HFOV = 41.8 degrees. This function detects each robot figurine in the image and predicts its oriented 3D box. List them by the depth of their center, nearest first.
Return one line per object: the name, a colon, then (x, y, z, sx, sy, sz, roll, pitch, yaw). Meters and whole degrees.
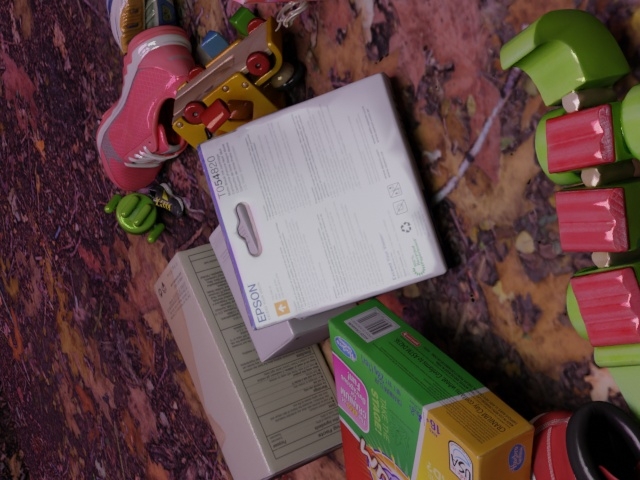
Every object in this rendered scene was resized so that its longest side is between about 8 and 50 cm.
robot figurine: (-0.306, -0.043, 1.398, 0.101, 0.067, 0.115, 33, 170, -7)

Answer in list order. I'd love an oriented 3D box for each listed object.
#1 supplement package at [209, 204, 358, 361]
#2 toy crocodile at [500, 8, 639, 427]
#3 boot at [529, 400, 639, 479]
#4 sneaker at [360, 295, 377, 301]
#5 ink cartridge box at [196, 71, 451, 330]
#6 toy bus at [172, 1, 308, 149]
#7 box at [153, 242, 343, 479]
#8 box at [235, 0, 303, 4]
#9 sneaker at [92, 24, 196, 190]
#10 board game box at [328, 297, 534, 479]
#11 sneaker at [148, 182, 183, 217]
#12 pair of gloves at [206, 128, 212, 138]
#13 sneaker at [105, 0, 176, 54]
supplement package: (-0.048, 0.044, 1.054, 0.105, 0.105, 0.179, -43, 67, 51)
toy crocodile: (0.229, -0.011, 0.648, 0.115, 0.105, 0.340, -10, 95, 55)
boot: (0.250, 0.253, 0.681, 0.176, 0.088, 0.244, 104, 144, -73)
sneaker: (0.000, 0.000, 0.979, 0.192, 0.064, 0.086, 44, 154, 12)
ink cartridge box: (0.001, -0.038, 0.901, 0.224, 0.045, 0.223, -18, 87, 15)
toy bus: (-0.085, -0.185, 1.019, 0.104, 0.191, 0.202, 42, 162, -33)
box: (-0.091, 0.158, 1.124, 0.121, 0.148, 0.311, -45, 65, 52)
box: (-0.046, -0.405, 0.843, 0.142, 0.154, 0.300, 35, 128, 43)
sneaker: (-0.255, -0.161, 1.244, 0.136, 0.116, 0.314, 62, 143, 28)
board game box: (0.110, 0.251, 0.874, 0.242, 0.064, 0.316, 38, 143, 49)
sneaker: (-0.251, -0.061, 1.356, 0.083, 0.035, 0.031, 43, 135, 37)
pair of gloves: (-0.161, -0.167, 1.214, 0.083, 0.010, 0.074, -24, 83, 56)
sneaker: (-0.265, -0.406, 1.186, 0.131, 0.112, 0.296, 48, 135, 40)
